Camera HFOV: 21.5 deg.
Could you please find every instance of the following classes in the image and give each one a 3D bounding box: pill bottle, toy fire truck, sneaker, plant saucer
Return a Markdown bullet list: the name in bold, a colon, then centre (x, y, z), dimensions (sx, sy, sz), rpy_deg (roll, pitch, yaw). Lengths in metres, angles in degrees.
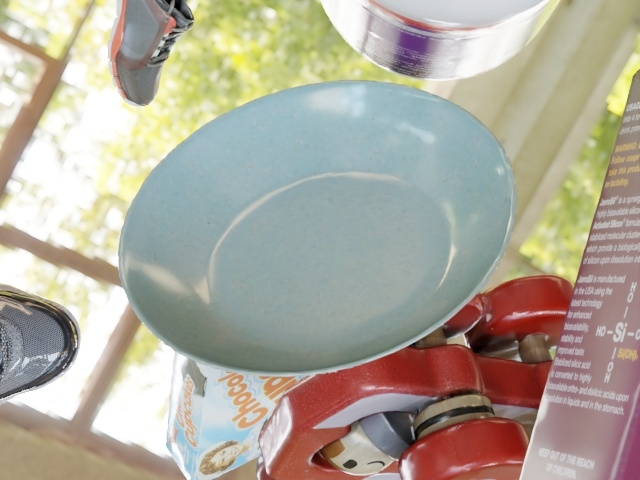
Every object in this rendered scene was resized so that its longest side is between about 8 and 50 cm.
- **pill bottle**: centre (0.083, -0.207, 1.113), dimensions (0.181, 0.181, 0.323), rpy_deg (29, 177, 2)
- **toy fire truck**: centre (0.083, 0.151, 1.341), dimensions (0.302, 0.254, 0.169), rpy_deg (8, -125, -43)
- **sneaker**: centre (-0.142, -0.181, 1.449), dimensions (0.065, 0.158, 0.061), rpy_deg (15, -144, 17)
- **plant saucer**: centre (0.000, 0.000, 0.814), dimensions (0.195, 0.195, 0.037), rpy_deg (37, 154, 39)
- **sneaker**: centre (-0.266, 0.085, 1.206), dimensions (0.268, 0.101, 0.153), rpy_deg (1, -176, -40)

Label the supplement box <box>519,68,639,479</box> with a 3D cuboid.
- **supplement box**: centre (0.150, 0.037, 0.607), dimensions (0.104, 0.188, 0.081), rpy_deg (18, 174, -14)

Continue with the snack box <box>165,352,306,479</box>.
- **snack box**: centre (-0.038, 0.075, 1.496), dimensions (0.187, 0.322, 0.060), rpy_deg (-23, -124, -26)
